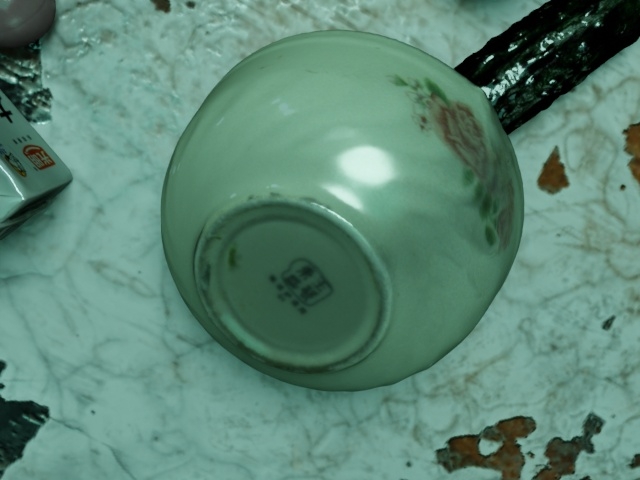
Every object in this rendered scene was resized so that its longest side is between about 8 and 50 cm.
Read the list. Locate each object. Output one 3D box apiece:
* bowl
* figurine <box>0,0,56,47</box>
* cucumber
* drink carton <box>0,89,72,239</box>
[{"bbox_3d":[0.000,0.000,0.544,0.277,0.145,0.277,9,120,17],"label":"bowl"},{"bbox_3d":[-0.238,-0.186,0.584,0.083,0.071,0.067,-36,142,12],"label":"figurine"},{"bbox_3d":[0.163,-0.137,0.606,0.303,0.081,0.072,-38,71,5],"label":"cucumber"},{"bbox_3d":[-0.337,-0.127,0.560,0.107,0.130,0.315,-37,101,6],"label":"drink carton"}]
